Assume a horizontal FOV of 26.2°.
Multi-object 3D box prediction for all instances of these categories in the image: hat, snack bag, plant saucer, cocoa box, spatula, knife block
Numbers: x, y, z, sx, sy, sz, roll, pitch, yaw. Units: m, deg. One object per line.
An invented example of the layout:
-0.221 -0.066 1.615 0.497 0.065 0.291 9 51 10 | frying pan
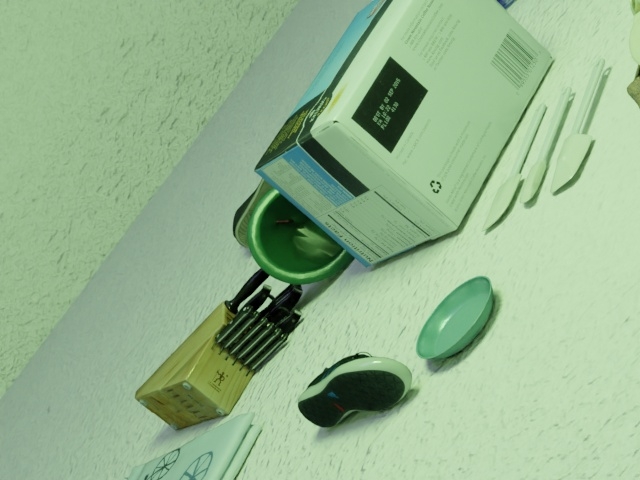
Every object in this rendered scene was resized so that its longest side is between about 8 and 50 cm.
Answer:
0.000 0.000 2.152 0.208 0.173 0.183 -30 -19 -3 | hat
-0.241 0.405 1.890 0.342 0.037 0.323 -31 23 47 | snack bag
0.157 0.093 1.560 0.119 0.021 0.119 -44 17 17 | plant saucer
0.116 -0.178 1.918 0.228 0.231 0.347 -27 27 55 | cocoa box
0.290 -0.123 1.723 0.168 0.019 0.242 -40 16 48 | spatula
-0.145 0.158 2.113 0.275 0.088 0.242 -27 27 55 | knife block

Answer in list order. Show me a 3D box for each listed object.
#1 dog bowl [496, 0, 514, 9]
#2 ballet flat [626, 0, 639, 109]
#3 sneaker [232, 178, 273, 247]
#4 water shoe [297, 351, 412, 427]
0.297 -0.491 2.396 0.265 0.104 0.265 -45 16 17 | dog bowl
0.392 -0.232 1.524 0.107 0.106 0.316 -39 18 34 | ballet flat
-0.094 -0.089 2.560 0.222 0.083 0.118 -52 15 -4 | sneaker
0.043 0.159 1.624 0.203 0.073 0.080 -28 24 51 | water shoe
